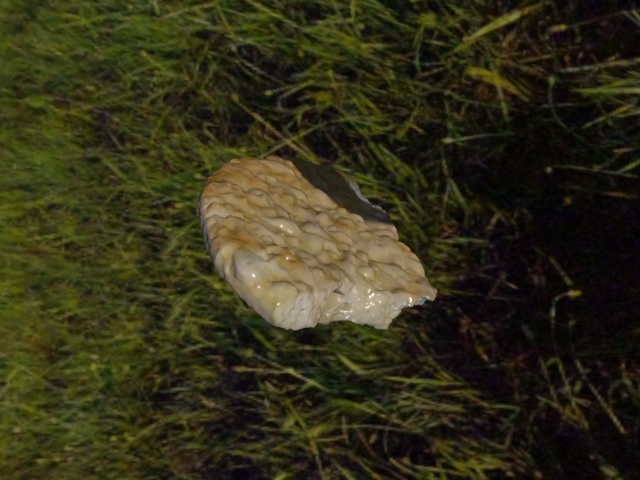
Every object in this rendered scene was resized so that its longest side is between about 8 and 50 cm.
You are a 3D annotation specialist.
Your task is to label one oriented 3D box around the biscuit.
[{"bbox_3d":[0.000,0.000,0.559,0.040,0.188,0.265,-58,-3,24],"label":"biscuit"}]
